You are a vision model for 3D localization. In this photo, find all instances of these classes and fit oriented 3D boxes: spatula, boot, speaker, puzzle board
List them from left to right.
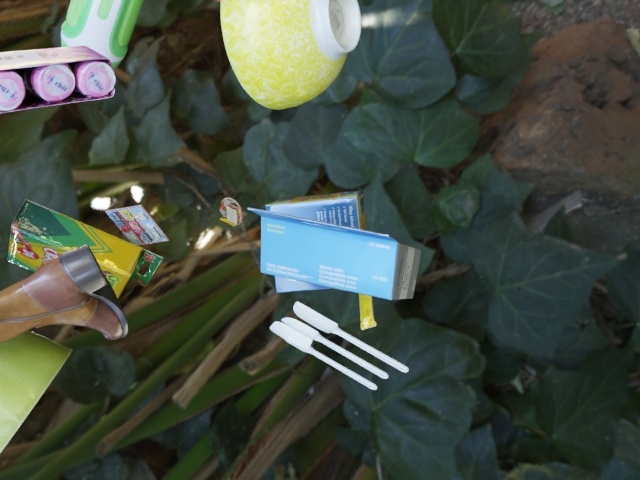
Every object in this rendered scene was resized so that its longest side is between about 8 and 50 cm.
[{"bbox_3d":[-0.490,0.149,1.172,0.096,0.280,0.264,56,163,24],"label":"boot"},{"bbox_3d":[-0.374,-0.463,1.225,0.131,0.131,0.296,39,121,12],"label":"speaker"},{"bbox_3d":[-0.423,-0.032,1.569,0.096,0.011,0.128,-7,140,19],"label":"puzzle board"},{"bbox_3d":[0.031,0.199,1.261,0.242,0.019,0.168,30,143,-8],"label":"spatula"}]

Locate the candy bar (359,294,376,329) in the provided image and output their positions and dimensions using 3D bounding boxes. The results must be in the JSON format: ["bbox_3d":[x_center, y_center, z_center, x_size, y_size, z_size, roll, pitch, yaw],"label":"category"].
[{"bbox_3d":[0.108,0.130,1.606,0.040,0.161,0.018,-18,148,29],"label":"candy bar"}]

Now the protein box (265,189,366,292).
[{"bbox_3d":[0.000,0.000,1.525,0.201,0.136,0.199,-5,99,10],"label":"protein box"}]

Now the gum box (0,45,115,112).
[{"bbox_3d":[-0.404,-0.238,0.993,0.107,0.188,0.062,33,130,46],"label":"gum box"}]

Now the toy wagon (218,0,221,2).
[{"bbox_3d":[-0.199,-0.596,1.551,0.068,0.344,0.267,-59,41,30],"label":"toy wagon"}]

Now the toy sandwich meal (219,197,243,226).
[{"bbox_3d":[-0.235,-0.072,1.775,0.086,0.029,0.085,19,122,32],"label":"toy sandwich meal"}]

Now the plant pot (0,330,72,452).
[{"bbox_3d":[-0.682,0.246,1.295,0.293,0.274,0.275,36,154,-13],"label":"plant pot"}]

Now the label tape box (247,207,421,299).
[{"bbox_3d":[0.029,0.031,1.193,0.241,0.106,0.334,11,179,17],"label":"label tape box"}]

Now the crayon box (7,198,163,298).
[{"bbox_3d":[-0.540,0.041,1.554,0.319,0.081,0.202,24,148,-15],"label":"crayon box"}]

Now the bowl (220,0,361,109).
[{"bbox_3d":[-0.023,-0.377,1.185,0.156,0.289,0.289,3,133,31],"label":"bowl"}]
